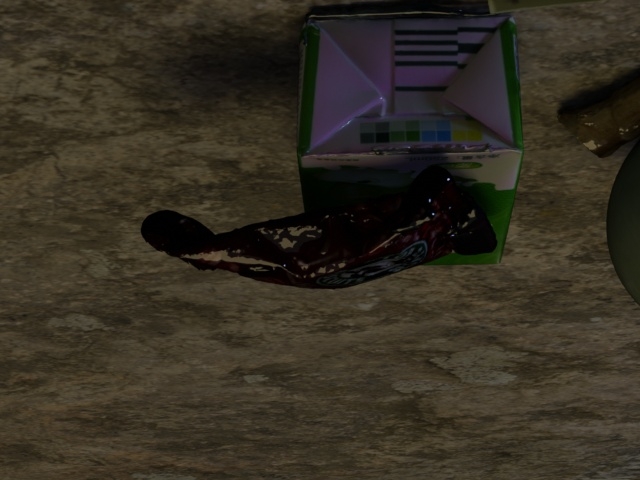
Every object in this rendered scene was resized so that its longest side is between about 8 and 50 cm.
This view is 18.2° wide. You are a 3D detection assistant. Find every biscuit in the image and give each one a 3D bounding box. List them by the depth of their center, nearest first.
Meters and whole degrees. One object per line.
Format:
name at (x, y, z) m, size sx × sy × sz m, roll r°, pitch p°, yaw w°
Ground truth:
biscuit at (-0.002, -0.001, 1.383) m, size 0.235 × 0.063 × 0.151 m, roll -8°, pitch 172°, yaw 11°

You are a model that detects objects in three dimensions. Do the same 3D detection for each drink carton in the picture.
drink carton at (0.066, -0.068, 1.450) m, size 0.161 × 0.108 × 0.271 m, roll 0°, pitch 163°, yaw 1°

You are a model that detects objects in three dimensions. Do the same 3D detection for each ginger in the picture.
ginger at (0.229, -0.095, 1.496) m, size 0.057 × 0.044 × 0.137 m, roll 29°, pitch 147°, yaw -25°

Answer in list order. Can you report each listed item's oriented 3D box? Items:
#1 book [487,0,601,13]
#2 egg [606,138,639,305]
book at (0.142, -0.176, 1.284) m, size 0.077 × 0.014 × 0.111 m, roll -5°, pitch 161°, yaw 8°
egg at (0.306, -0.015, 1.528) m, size 0.183 × 0.183 × 0.217 m, roll 5°, pitch 168°, yaw -21°
